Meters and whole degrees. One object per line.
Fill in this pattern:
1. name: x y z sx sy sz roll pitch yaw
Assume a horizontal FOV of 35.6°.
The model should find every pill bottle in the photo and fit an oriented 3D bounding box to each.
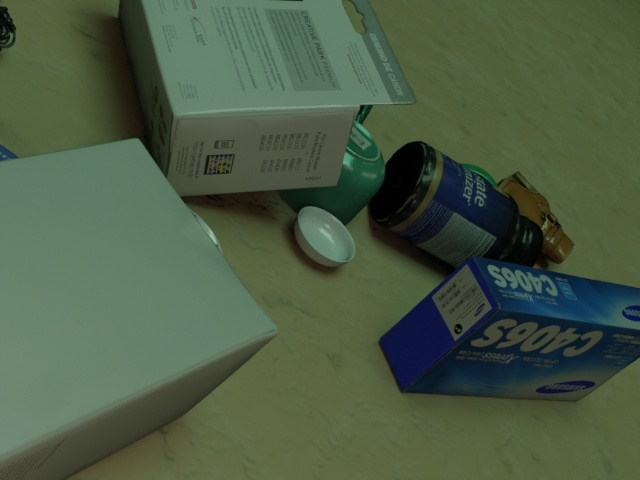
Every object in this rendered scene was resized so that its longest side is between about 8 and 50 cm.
1. pill bottle: 0.183 -0.030 1.317 0.219 0.123 0.123 28 35 -24

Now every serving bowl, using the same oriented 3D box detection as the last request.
1. serving bowl: 0.000 0.000 1.168 0.083 0.027 0.083 29 36 -23

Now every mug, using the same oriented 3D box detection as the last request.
1. mug: 0.005 -0.098 1.221 0.158 0.097 0.129 17 41 -37

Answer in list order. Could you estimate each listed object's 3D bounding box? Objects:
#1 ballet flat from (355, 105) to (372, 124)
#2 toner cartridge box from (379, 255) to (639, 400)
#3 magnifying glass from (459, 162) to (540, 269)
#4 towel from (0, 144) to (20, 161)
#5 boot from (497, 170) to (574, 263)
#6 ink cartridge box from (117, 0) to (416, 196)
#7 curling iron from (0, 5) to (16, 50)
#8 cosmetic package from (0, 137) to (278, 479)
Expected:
1. ballet flat: 0.029 -0.166 1.374 0.070 0.070 0.188 38 31 -9
2. toner cartridge box: 0.251 0.115 1.187 0.348 0.165 0.075 10 46 -41
3. magnifying glass: 0.247 -0.014 1.418 0.231 0.092 0.026 47 28 -15
4. towel: -0.406 -0.079 0.728 0.243 0.040 0.336 33 27 22
5. boot: 0.312 -0.023 1.504 0.152 0.073 0.197 53 35 6
6. ink cartridge box: -0.072 -0.210 1.146 0.272 0.130 0.309 -5 52 -19
7. curling iron: -0.428 -0.284 1.017 0.274 0.035 0.068 38 28 -10
8. cosmetic package: -0.235 0.070 0.710 0.217 0.156 0.385 54 32 13
